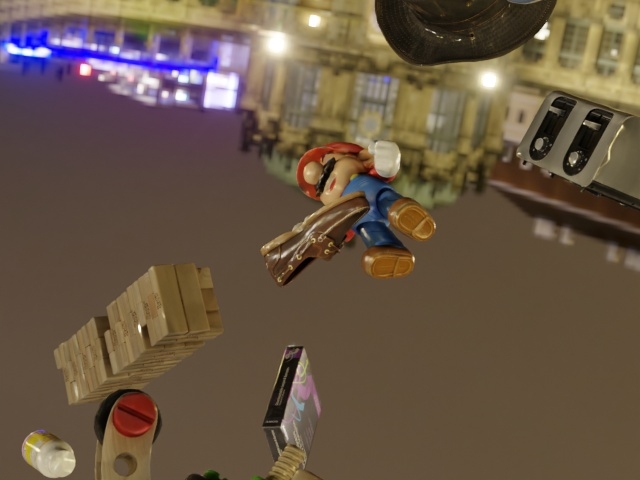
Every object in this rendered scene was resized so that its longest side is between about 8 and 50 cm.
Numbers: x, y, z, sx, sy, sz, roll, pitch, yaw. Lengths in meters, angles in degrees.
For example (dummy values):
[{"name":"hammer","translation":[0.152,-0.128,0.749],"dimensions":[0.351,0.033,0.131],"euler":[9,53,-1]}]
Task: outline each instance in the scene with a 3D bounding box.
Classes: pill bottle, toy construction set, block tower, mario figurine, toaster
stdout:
[{"name":"pill bottle","translation":[-0.308,0.245,1.312],"dimensions":[0.043,0.043,0.083],"euler":[1,-176,-32]},{"name":"toy construction set","translation":[-0.114,0.283,0.941],"dimensions":[0.257,0.237,0.308],"euler":[47,153,-24]},{"name":"block tower","translation":[-0.245,0.133,1.525],"dimensions":[0.090,0.097,0.335],"euler":[-2,160,-36]},{"name":"mario figurine","translation":[0.040,-0.067,1.810],"dimensions":[0.198,0.170,0.320],"euler":[-32,-146,-6]},{"name":"toaster","translation":[0.373,-0.105,1.458],"dimensions":[0.185,0.110,0.168],"euler":[18,-170,-28]}]

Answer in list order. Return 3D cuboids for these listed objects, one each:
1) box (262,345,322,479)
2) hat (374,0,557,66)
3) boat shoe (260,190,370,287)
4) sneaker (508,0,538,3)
[{"name":"box","translation":[-0.036,0.237,1.548],"dimensions":[0.029,0.116,0.162],"euler":[-4,-146,17]},{"name":"hat","translation":[0.222,-0.448,1.885],"dimensions":[0.331,0.331,0.134],"euler":[18,170,30]},{"name":"boat shoe","translation":[0.000,0.000,1.756],"dimensions":[0.073,0.207,0.073],"euler":[1,-120,-53]},{"name":"sneaker","translation":[0.133,-0.378,1.216],"dimensions":[0.315,0.127,0.182],"euler":[33,-175,6]}]
